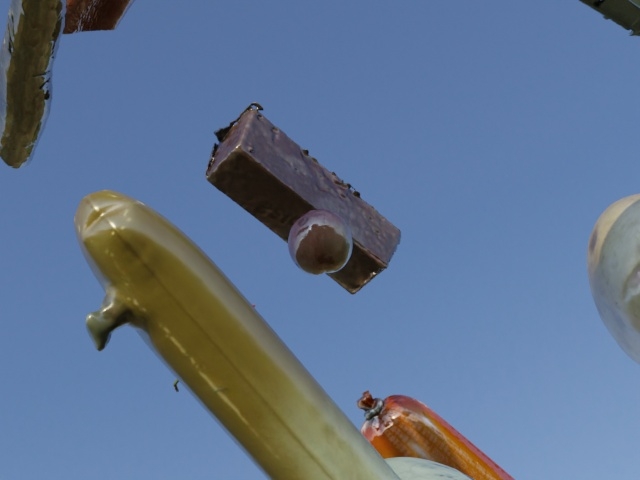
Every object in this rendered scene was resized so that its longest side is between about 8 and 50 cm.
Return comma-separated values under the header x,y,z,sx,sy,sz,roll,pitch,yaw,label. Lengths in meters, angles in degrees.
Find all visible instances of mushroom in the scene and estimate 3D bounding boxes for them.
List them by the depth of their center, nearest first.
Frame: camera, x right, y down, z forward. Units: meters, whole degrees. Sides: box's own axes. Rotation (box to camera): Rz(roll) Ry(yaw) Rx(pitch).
x,y,z,sx,sy,sz,roll,pitch,yaw,label
0.418,0.049,1.205,0.184,0.255,0.255,-32,-47,7,mushroom

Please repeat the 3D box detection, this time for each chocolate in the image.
x,y,z,sx,sy,sz,roll,pitch,yaw,label
-0.032,-0.055,1.524,0.321,0.112,0.112,40,-56,-14,chocolate

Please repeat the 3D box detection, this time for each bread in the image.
x,y,z,sx,sy,sz,roll,pitch,yaw,label
-0.317,-0.348,1.400,0.192,0.067,0.119,-55,-33,-6,bread

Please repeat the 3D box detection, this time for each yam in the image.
x,y,z,sx,sy,sz,roll,pitch,yaw,label
-0.349,-0.206,1.214,0.067,0.071,0.317,0,-37,-25,yam

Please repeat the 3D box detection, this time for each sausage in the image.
x,y,z,sx,sy,sz,roll,pitch,yaw,label
0.153,0.271,1.119,0.312,0.093,0.093,41,-65,-13,sausage

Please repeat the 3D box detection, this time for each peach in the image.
x,y,z,sx,sy,sz,roll,pitch,yaw,label
-0.002,0.001,1.240,0.083,0.083,0.083,-8,-46,-8,peach

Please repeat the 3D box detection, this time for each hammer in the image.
x,y,z,sx,sy,sz,roll,pitch,yaw,label
-0.002,0.096,0.453,0.113,0.202,0.305,-44,-79,-13,hammer

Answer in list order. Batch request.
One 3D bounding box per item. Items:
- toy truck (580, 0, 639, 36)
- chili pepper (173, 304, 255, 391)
x,y,z,sx,sy,sz,roll,pitch,yaw,label
0.269,-0.310,0.940,0.338,0.133,0.184,21,-49,-34,toy truck
-0.171,0.165,1.590,0.050,0.059,0.191,45,-82,3,chili pepper
